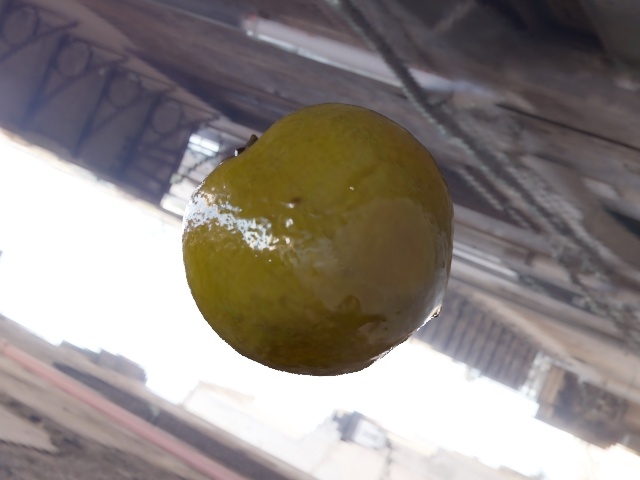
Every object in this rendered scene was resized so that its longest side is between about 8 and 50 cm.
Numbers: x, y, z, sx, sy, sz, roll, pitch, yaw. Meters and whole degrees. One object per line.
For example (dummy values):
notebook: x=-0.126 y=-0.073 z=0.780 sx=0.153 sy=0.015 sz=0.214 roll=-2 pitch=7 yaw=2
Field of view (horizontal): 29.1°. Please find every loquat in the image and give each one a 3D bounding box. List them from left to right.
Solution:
loquat: x=0.000 y=0.000 z=0.922 sx=0.208 sy=0.208 sz=0.208 roll=-39 pitch=-40 yaw=-42
